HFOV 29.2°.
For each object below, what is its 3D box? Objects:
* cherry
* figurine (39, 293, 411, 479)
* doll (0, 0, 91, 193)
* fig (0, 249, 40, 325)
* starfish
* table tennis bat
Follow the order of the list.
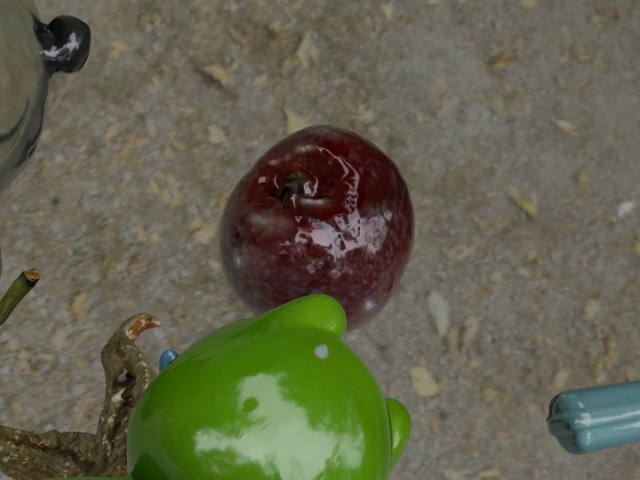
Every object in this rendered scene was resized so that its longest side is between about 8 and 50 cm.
[{"bbox_3d":[0.000,0.000,1.391,0.203,0.300,0.230,16,61,17],"label":"cherry"},{"bbox_3d":[-0.069,0.148,0.707,0.263,0.143,0.162,-37,103,-17],"label":"figurine"},{"bbox_3d":[-0.328,-0.147,0.714,0.379,0.382,0.252,13,31,7],"label":"doll"},{"bbox_3d":[-0.387,0.036,1.288,0.148,0.142,0.186,-41,75,-9],"label":"fig"},{"bbox_3d":[-0.197,0.185,1.035,0.094,0.327,0.375,54,22,-26],"label":"starfish"},{"bbox_3d":[0.256,0.099,0.778,0.244,0.153,0.040,-6,78,-18],"label":"table tennis bat"}]
